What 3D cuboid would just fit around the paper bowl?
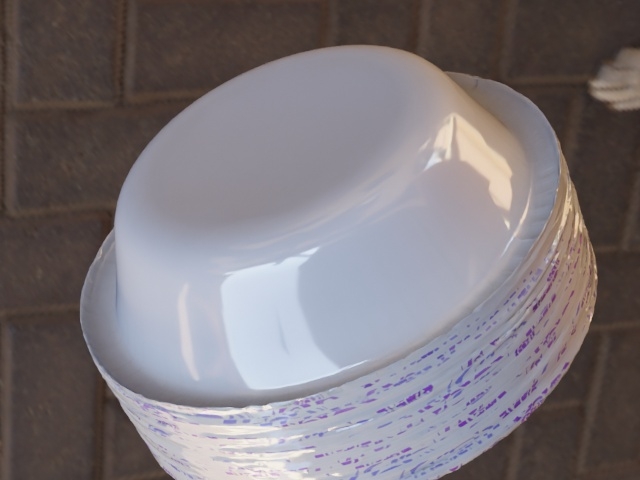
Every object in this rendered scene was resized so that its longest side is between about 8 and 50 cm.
[{"bbox_3d":[0.000,0.000,0.739,0.284,0.284,0.148,-33,126,-11],"label":"paper bowl"}]
